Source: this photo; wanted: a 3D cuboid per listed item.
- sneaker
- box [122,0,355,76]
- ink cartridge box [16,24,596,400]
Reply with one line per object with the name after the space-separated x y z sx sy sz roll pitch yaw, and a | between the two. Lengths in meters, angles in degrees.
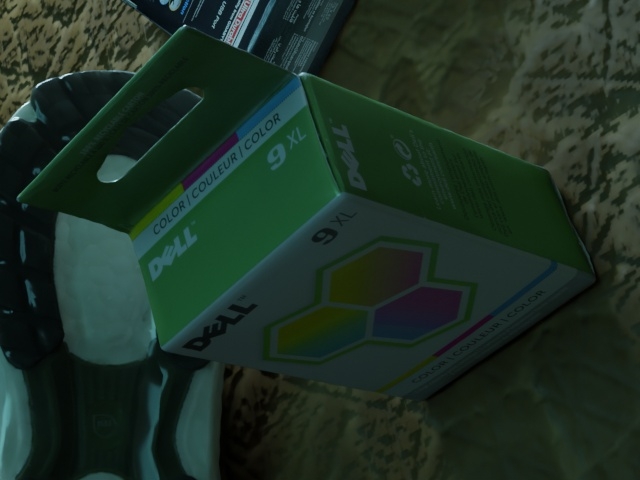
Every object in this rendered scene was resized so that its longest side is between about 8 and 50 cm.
-0.121 0.128 0.776 0.182 0.158 0.410 158 120 -76 | sneaker
-0.025 -0.205 0.805 0.175 0.051 0.220 38 105 45 | box
0.000 0.000 0.598 0.109 0.209 0.062 -40 52 31 | ink cartridge box
